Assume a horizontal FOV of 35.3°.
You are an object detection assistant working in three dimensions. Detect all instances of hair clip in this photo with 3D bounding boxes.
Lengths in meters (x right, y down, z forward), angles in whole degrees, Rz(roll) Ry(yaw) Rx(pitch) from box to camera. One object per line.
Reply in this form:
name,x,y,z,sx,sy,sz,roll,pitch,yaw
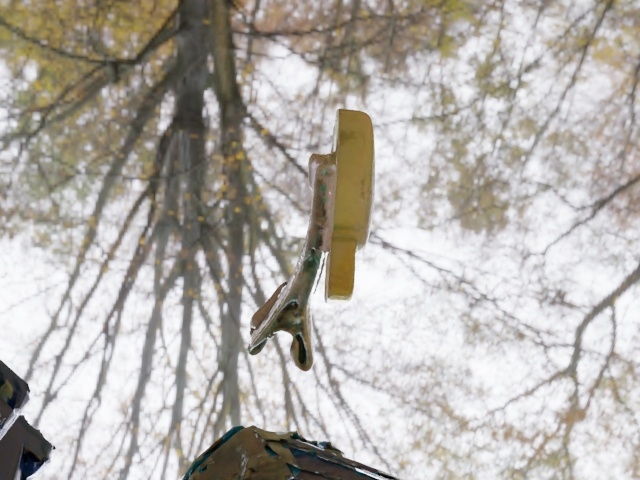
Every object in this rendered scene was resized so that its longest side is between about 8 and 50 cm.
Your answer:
hair clip,0.002,0.001,0.819,0.071,0.219,0.159,15,-167,-9

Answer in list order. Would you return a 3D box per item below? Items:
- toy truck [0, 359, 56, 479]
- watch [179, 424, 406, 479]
toy truck,-0.148,0.089,0.269,0.113,0.126,0.208,45,-160,-7
watch,0.012,0.204,0.275,0.274,0.068,0.276,18,-108,39
